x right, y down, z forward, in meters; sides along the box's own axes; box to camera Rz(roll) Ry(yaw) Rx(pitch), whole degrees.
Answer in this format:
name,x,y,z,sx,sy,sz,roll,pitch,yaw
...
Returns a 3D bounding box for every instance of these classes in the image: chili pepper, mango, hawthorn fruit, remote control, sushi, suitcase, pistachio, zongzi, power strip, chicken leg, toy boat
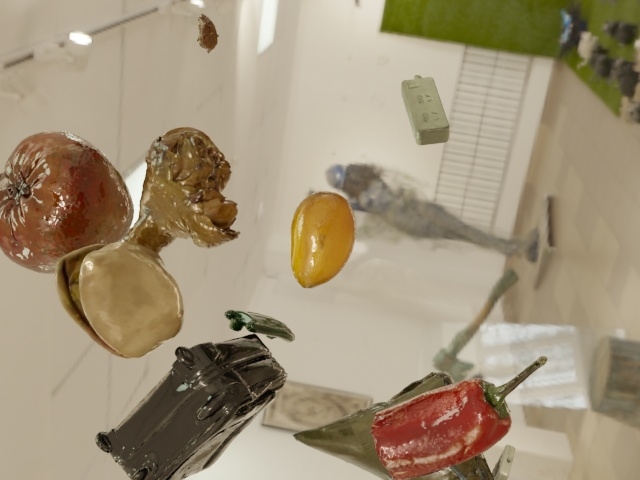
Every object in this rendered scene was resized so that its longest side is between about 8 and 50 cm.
name,x,y,z,sx,sy,sz,roll,pitch,yaw
chili pepper,0.261,0.306,1.446,0.131,0.338,0.134,61,-166,-7
mango,0.000,0.000,1.748,0.112,0.144,0.219,-19,53,64
hawthorn fruit,-0.699,-0.087,2.294,0.403,0.402,0.403,10,-90,-87
remote control,0.407,0.558,1.912,0.087,0.029,0.190,-58,-16,-45
sushi,-0.336,-0.611,2.445,0.060,0.061,0.118,38,127,53
suitcase,-0.260,0.366,1.780,0.345,0.188,0.339,-48,-15,18
pistachio,-0.390,0.110,1.602,0.318,0.193,0.214,41,-127,-56
zongzi,0.179,0.517,1.827,0.174,0.392,0.356,89,160,-59
power strip,0.276,-0.366,2.224,0.053,0.093,0.288,82,179,-46
chicken leg,-0.324,-0.039,1.843,0.409,0.295,0.182,-57,-19,1
toy boat,-0.134,0.201,1.930,0.210,0.104,0.052,24,-93,-51
